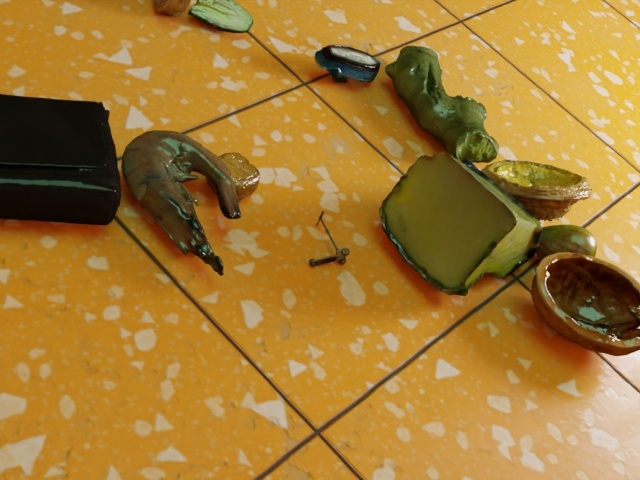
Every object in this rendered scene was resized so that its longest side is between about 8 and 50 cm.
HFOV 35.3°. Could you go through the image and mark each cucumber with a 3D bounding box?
[{"bbox_3d":[-0.173,-0.394,1.774,0.107,0.035,0.067,27,61,-3],"label":"cucumber"}]

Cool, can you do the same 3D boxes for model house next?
[{"bbox_3d":[0.225,-0.023,1.582,0.194,0.170,0.211,43,16,24],"label":"model house"}]

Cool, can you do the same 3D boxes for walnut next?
[{"bbox_3d":[0.412,0.106,1.561,0.211,0.087,0.167,24,50,-2],"label":"walnut"}]

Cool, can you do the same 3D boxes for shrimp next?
[{"bbox_3d":[-0.179,-0.059,1.427,0.145,0.059,0.254,-31,68,-33],"label":"shrimp"}]

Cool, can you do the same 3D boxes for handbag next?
[{"bbox_3d":[-0.403,-0.114,1.366,0.247,0.080,0.223,3,41,-22],"label":"handbag"}]

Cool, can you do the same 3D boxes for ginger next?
[{"bbox_3d":[0.219,-0.244,1.802,0.137,0.089,0.290,-29,60,-22],"label":"ginger"}]

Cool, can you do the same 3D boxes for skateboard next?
[{"bbox_3d":[0.000,0.000,1.497,0.064,0.032,0.083,-12,58,-22],"label":"skateboard"}]

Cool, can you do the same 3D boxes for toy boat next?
[{"bbox_3d":[0.048,-0.309,1.787,0.137,0.061,0.060,3,57,-36],"label":"toy boat"}]

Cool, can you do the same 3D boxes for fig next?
[{"bbox_3d":[0.370,0.013,1.656,0.166,0.093,0.093,6,38,21],"label":"fig"}]

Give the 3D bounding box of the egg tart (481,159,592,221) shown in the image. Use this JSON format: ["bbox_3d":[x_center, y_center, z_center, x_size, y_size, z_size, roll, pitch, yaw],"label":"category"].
[{"bbox_3d":[0.358,-0.081,1.688,0.191,0.074,0.191,3,17,-1],"label":"egg tart"}]

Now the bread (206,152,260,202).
[{"bbox_3d":[-0.131,-0.095,1.505,0.081,0.046,0.083,20,42,-17],"label":"bread"}]

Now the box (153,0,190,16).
[{"bbox_3d":[-0.250,-0.437,1.722,0.037,0.105,0.105,12,44,-32],"label":"box"}]
